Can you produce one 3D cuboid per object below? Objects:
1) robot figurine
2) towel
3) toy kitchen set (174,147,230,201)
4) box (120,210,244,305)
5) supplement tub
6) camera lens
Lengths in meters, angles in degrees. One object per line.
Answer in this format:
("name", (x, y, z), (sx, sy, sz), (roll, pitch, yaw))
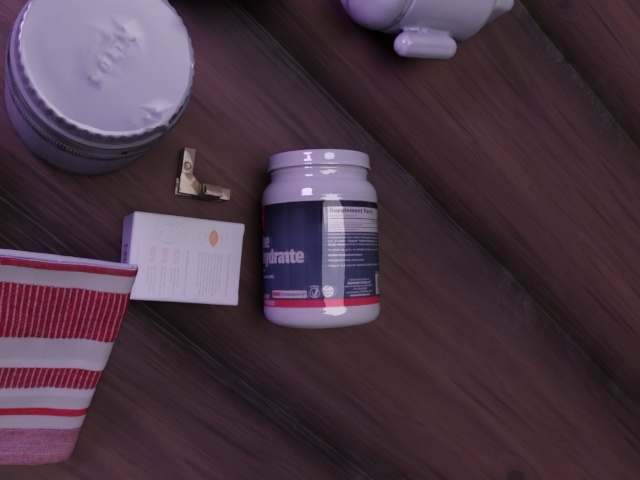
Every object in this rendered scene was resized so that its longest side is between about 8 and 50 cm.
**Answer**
("robot figurine", (0.178, -0.468, 1.151), (0.354, 0.200, 0.299), (1, 78, -27))
("towel", (-0.389, 0.163, 0.816), (0.237, 0.037, 0.328), (9, 114, -40))
("toy kitchen set", (-0.181, -0.105, 1.027), (0.083, 0.068, 0.075), (9, 84, -26))
("box", (-0.216, 0.031, 0.990), (0.171, 0.091, 0.130), (7, 84, -26))
("supplement tub", (0.000, 0.000, 1.044), (0.191, 0.191, 0.272), (0, 87, -27))
("camera lens", (-0.301, -0.209, 0.857), (0.220, 0.274, 0.219), (1, 87, -26))
